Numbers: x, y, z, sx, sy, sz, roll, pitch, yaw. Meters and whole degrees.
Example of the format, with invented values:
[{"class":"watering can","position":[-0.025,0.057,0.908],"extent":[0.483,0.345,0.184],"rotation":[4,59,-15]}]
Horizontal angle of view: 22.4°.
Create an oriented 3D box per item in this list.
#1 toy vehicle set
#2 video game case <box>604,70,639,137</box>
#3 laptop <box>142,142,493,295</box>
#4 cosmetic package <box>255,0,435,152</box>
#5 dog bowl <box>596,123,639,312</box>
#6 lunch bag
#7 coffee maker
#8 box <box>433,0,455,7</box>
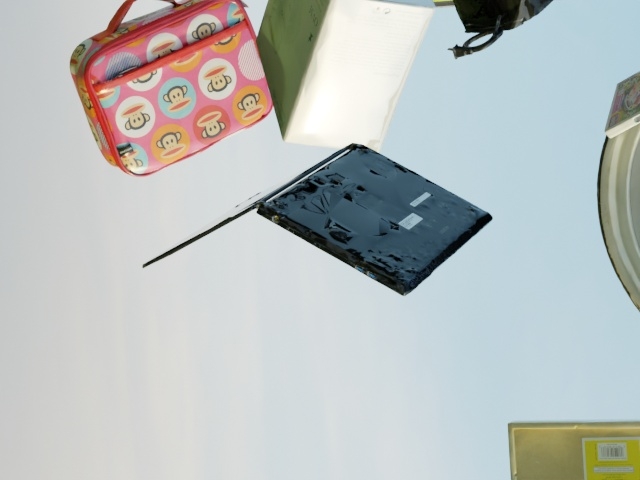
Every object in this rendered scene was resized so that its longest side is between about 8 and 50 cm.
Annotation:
[{"class":"toy vehicle set","position":[0.366,0.304,1.990],"extent":[0.035,0.267,0.166],"rotation":[-1,89,-66]},{"class":"video game case","position":[0.325,-0.149,1.522],"extent":[0.122,0.011,0.087],"rotation":[-29,-157,36]},{"class":"laptop","position":[0.000,0.000,1.636],"extent":[0.234,0.264,0.136],"rotation":[-37,152,-57]},{"class":"cosmetic package","position":[0.023,-0.268,2.016],"extent":[0.224,0.138,0.225],"rotation":[-106,-153,-47]},{"class":"dog bowl","position":[0.524,-0.052,1.791],"extent":[0.150,0.408,0.408],"rotation":[-6,96,-62]},{"class":"lunch bag","position":[-0.234,-0.263,2.511],"extent":[0.120,0.293,0.258],"rotation":[29,-38,60]},{"class":"coffee maker","position":[0.162,-0.305,1.592],"extent":[0.178,0.120,0.171],"rotation":[62,29,-27]},{"class":"box","position":[0.193,-0.423,2.163],"extent":[0.060,0.270,0.216],"rotation":[-126,-149,-73]}]
